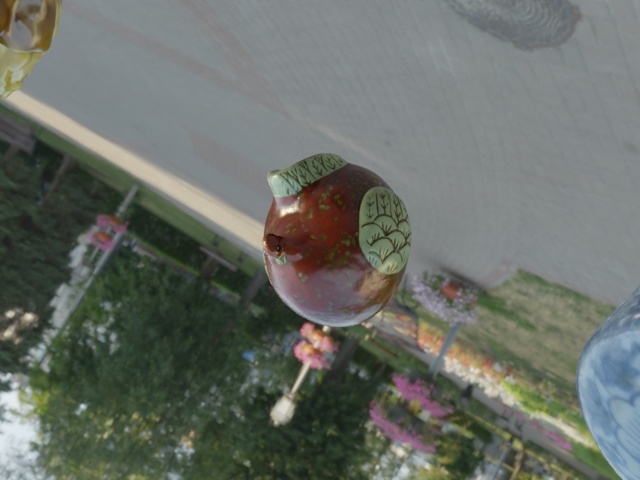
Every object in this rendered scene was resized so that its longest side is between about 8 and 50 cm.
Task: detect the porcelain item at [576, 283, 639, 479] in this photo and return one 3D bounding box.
[{"bbox_3d":[0.212,0.075,0.382,0.147,0.114,0.147,39,150,28],"label":"porcelain item"}]

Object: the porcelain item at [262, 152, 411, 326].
[{"bbox_3d":[0.000,0.000,1.105,0.253,0.253,0.253,29,173,4],"label":"porcelain item"}]

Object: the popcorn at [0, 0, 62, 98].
[{"bbox_3d":[-0.384,-0.223,0.756,0.225,0.265,0.332,46,158,-2],"label":"popcorn"}]
